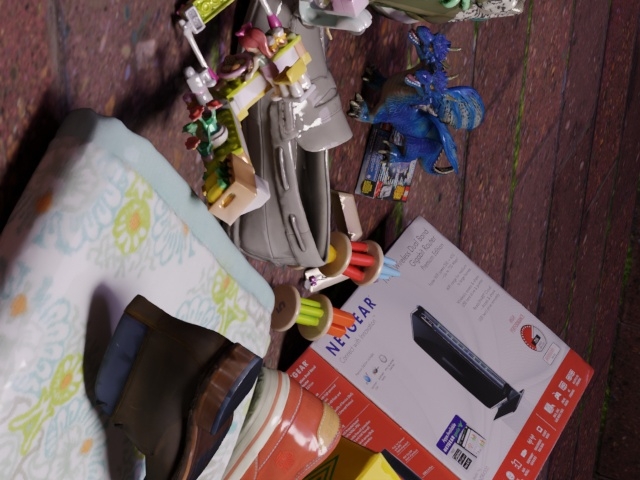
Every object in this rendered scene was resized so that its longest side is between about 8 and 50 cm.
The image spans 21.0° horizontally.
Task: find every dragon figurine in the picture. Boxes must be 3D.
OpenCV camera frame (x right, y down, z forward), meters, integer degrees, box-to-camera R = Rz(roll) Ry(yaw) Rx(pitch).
[{"bbox_3d":[0.130,-0.132,1.952,0.289,0.144,0.085,53,55,-46],"label":"dragon figurine"}]

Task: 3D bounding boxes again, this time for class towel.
[{"bbox_3d":[-0.169,0.115,1.390,0.320,0.090,0.374,-68,151,-19],"label":"towel"}]

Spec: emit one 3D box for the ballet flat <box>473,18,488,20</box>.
[{"bbox_3d":[0.194,-0.357,2.131,0.221,0.077,0.079,74,18,-65],"label":"ballet flat"}]

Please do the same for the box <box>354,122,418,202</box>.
[{"bbox_3d":[0.085,-0.095,2.086,0.137,0.027,0.093,2,104,-70],"label":"box"}]

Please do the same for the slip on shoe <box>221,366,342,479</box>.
[{"bbox_3d":[-0.088,0.260,1.632,0.331,0.101,0.123,-56,-163,29],"label":"slip on shoe"}]

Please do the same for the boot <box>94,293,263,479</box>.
[{"bbox_3d":[-0.124,0.129,1.329,0.082,0.106,0.219,-49,171,-46],"label":"boot"}]

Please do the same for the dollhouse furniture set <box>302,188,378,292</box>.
[{"bbox_3d":[0.000,0.000,1.956,0.081,0.091,0.114,-19,106,-19],"label":"dollhouse furniture set"}]

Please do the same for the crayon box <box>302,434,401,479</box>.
[{"bbox_3d":[0.028,0.447,1.906,0.313,0.106,0.363,-49,125,-21],"label":"crayon box"}]

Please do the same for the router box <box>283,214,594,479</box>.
[{"bbox_3d":[0.145,0.164,2.053,0.082,0.301,0.335,-49,180,38],"label":"router box"}]

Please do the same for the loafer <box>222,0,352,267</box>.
[{"bbox_3d":[-0.020,-0.122,1.640,0.112,0.112,0.319,-45,146,-54],"label":"loafer"}]

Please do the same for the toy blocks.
[{"bbox_3d":[0.019,0.053,1.885,0.148,0.054,0.123,16,90,-41],"label":"toy blocks"}]

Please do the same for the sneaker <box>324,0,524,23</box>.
[{"bbox_3d":[0.116,-0.292,1.776,0.410,0.182,0.158,-14,118,-68],"label":"sneaker"}]

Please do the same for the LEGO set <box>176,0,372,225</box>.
[{"bbox_3d":[-0.071,-0.140,1.446,0.287,0.132,0.107,-60,135,-40],"label":"LEGO set"}]
